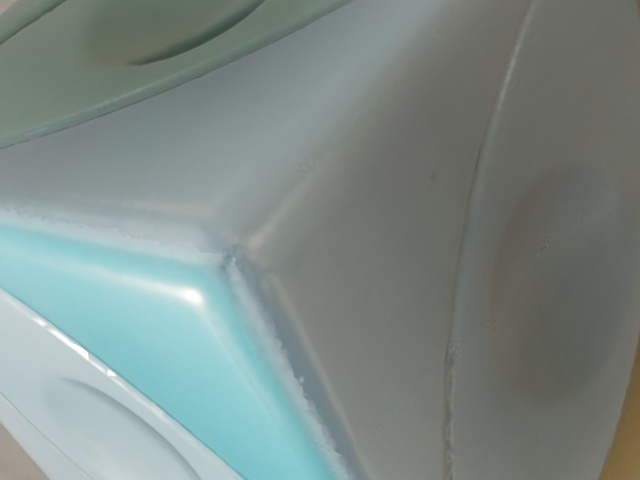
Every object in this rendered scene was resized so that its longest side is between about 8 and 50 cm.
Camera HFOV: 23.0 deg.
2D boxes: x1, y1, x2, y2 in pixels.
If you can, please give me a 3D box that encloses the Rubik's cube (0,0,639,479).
[{"bbox_3d":[0.000,0.000,0.914,0.351,0.347,0.352,13,140,42],"label":"Rubik's cube"}]
